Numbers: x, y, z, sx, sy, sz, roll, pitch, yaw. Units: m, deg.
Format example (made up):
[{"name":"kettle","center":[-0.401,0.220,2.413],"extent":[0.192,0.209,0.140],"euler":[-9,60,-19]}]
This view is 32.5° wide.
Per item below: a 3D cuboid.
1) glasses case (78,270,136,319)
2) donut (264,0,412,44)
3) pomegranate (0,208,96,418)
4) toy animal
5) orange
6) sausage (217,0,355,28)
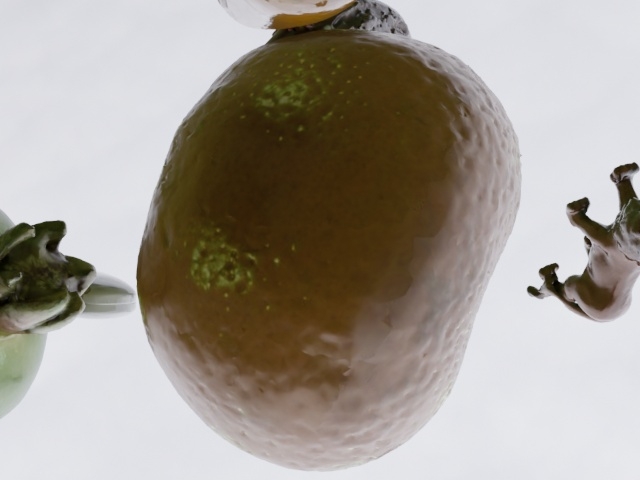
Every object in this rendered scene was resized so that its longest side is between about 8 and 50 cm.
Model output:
[{"name":"glasses case","center":[-0.224,0.049,1.035],"extent":[0.063,0.041,0.164],"euler":[0,-176,-29]},{"name":"donut","center":[0.013,-0.121,1.121],"extent":[0.103,0.269,0.269],"euler":[18,-120,31]},{"name":"pomegranate","center":[-0.308,0.053,0.916],"extent":[0.302,0.236,0.235],"euler":[-17,-136,27]},{"name":"toy animal","center":[0.377,0.023,1.410],"extent":[0.097,0.312,0.157],"euler":[-12,-126,-19]},{"name":"orange","center":[0.000,-0.003,0.561],"extent":[0.179,0.158,0.237],"euler":[20,-96,16]},{"name":"sausage","center":[-0.026,-0.232,0.872],"extent":[0.354,0.116,0.134],"euler":[-124,-127,-77]}]
